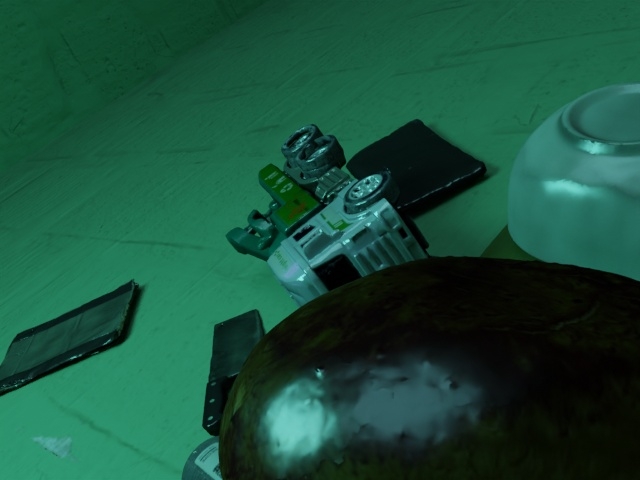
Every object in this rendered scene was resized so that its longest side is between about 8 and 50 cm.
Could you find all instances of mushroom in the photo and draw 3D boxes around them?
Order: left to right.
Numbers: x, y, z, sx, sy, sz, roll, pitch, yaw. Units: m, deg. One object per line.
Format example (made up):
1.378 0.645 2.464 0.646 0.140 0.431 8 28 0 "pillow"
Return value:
0.115 0.113 0.553 0.239 0.345 0.345 -63 20 14 "mushroom"

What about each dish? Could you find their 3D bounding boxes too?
0.307 -0.076 0.821 0.256 0.117 0.256 -12 33 8 "dish"

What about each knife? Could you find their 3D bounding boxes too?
-0.099 0.143 0.979 0.072 0.019 0.245 -23 22 6 "knife"

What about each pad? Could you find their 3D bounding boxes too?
-0.384 0.147 1.260 0.233 0.022 0.174 -25 25 8 "pad"

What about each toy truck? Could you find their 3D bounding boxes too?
0.006 -0.004 1.000 0.178 0.176 0.363 -40 25 -6 "toy truck"

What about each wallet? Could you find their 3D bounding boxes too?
0.130 -0.109 1.235 0.146 0.030 0.285 -30 23 -1 "wallet"

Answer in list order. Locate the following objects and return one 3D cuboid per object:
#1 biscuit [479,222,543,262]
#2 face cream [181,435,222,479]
0.239 -0.002 0.893 0.099 0.038 0.322 7 41 44 "biscuit"
-0.020 0.231 0.652 0.073 0.073 0.284 -38 26 -22 "face cream"
